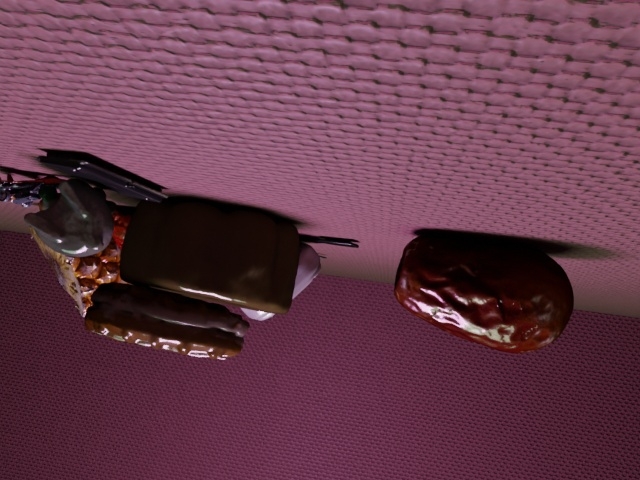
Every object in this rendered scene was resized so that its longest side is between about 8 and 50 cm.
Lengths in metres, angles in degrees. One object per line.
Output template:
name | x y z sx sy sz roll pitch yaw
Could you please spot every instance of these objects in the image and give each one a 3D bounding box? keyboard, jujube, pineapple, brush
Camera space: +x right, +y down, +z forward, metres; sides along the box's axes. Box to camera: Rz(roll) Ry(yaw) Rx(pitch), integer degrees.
keyboard | -0.335 -0.098 0.891 0.093 0.025 0.230 8 174 15
jujube | 0.302 0.093 1.049 0.317 0.223 0.223 15 174 4
pineapple | -0.611 0.000 1.583 0.286 0.344 0.209 -26 167 -43
brush | 0.000 0.000 1.385 0.193 0.016 0.063 6 173 20

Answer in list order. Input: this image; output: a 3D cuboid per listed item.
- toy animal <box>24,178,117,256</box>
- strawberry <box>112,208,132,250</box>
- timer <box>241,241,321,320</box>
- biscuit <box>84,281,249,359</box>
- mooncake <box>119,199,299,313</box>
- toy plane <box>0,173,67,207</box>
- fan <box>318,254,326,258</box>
toy animal | -0.419 -0.041 0.985 0.125 0.127 0.251 -12 -173 -9
strawberry | -0.432 0.012 1.466 0.265 0.149 0.336 8 173 12
timer | -0.116 0.102 1.464 0.087 0.237 0.262 50 170 -16
biscuit | -0.341 0.160 1.157 0.268 0.115 0.366 22 165 -40
mooncake | -0.228 0.029 1.190 0.378 0.201 0.378 10 170 2
toy plane | -0.535 -0.093 1.029 0.189 0.061 0.130 6 173 20
fan | -0.104 0.025 1.782 0.335 0.011 0.229 16 170 -43
